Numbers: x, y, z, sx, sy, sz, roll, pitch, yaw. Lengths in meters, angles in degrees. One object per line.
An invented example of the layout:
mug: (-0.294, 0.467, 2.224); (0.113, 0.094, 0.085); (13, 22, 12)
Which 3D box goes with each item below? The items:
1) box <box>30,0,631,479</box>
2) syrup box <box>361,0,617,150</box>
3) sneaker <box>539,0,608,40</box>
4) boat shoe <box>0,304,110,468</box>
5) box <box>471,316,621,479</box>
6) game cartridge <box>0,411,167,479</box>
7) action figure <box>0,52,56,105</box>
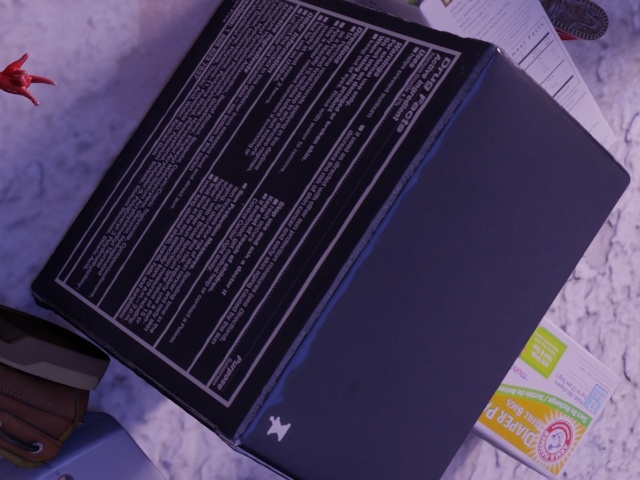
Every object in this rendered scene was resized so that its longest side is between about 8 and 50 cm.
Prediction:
box: (0.000, 0.000, 1.123); (0.183, 0.294, 0.296); (36, 85, -38)
syrup box: (0.134, -0.139, 1.291); (0.096, 0.093, 0.237); (-46, 126, -12)
sneaker: (0.177, -0.199, 1.339); (0.118, 0.067, 0.042); (30, 91, -8)
boat shoe: (-0.281, 0.081, 1.072); (0.307, 0.111, 0.104); (24, 93, -37)
box: (0.144, 0.105, 1.380); (0.203, 0.103, 0.114); (36, 85, -38)
game cartridge: (-0.229, 0.275, 1.216); (0.294, 0.060, 0.196); (-43, 129, -15)
action figure: (-0.271, -0.079, 0.973); (0.091, 0.139, 0.280); (81, 30, -53)
